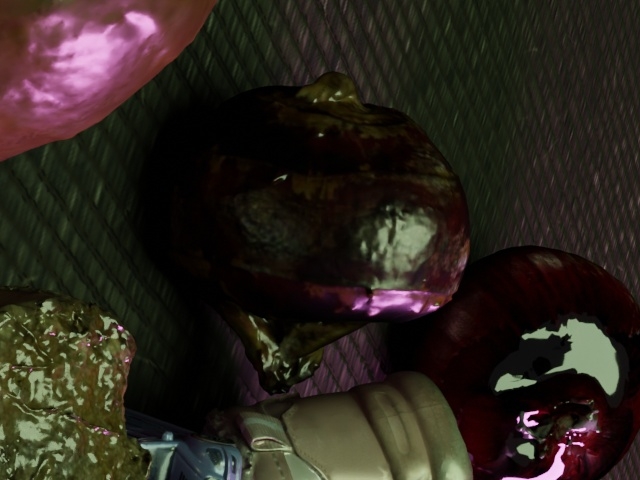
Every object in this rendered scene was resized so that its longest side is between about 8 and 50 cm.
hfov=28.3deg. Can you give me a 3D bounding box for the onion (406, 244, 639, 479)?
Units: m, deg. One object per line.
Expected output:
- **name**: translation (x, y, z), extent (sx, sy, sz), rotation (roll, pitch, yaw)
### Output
- **onion**: translation (0.214, 0.147, 1.229), extent (0.273, 0.285, 0.273), rotation (-4, 105, -16)

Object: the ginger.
- **ginger**: translation (-0.160, -0.154, 0.683), extent (0.200, 0.223, 0.269), rotation (6, 92, -58)

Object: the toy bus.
- **toy bus**: translation (-0.132, 0.152, 0.844), extent (0.076, 0.167, 0.073), rotation (14, 87, -51)

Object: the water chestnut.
- **water chestnut**: translation (0.000, 0.000, 0.945), extent (0.224, 0.224, 0.238), rotation (6, 88, -54)

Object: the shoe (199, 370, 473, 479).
- **shoe**: translation (-0.044, 0.239, 0.975), extent (0.198, 0.172, 0.351), rotation (6, 123, -30)

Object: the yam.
- **yam**: translation (-0.209, 0.086, 0.673), extent (0.128, 0.238, 0.129), rotation (59, 46, -35)
